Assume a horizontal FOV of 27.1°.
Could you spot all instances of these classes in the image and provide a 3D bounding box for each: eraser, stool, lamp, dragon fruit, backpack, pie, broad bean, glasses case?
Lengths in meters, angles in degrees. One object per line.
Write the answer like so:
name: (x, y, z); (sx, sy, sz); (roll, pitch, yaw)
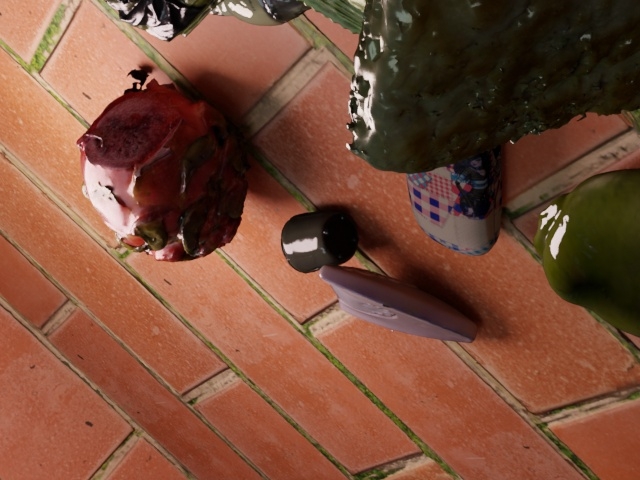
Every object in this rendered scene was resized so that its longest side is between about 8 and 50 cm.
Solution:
eraser: (0.128, 0.100, 2.052); (0.243, 0.059, 0.204); (16, 166, 14)
stool: (0.000, 0.000, 2.051); (0.110, 0.096, 0.096); (-10, 123, 48)
lamp: (-0.046, -0.322, 1.665); (0.250, 0.101, 0.101); (-6, 128, 35)
dragon fruit: (-0.241, -0.092, 2.065); (0.269, 0.250, 0.291); (27, 163, 32)
backpack: (-0.166, -0.377, 1.631); (0.140, 0.207, 0.253); (20, 148, -26)
pie: (0.203, -0.235, 1.182); (0.180, 0.418, 0.395); (54, 162, 38)
broad bean: (0.391, 0.019, 1.607); (0.291, 0.119, 0.238); (-5, 118, 48)
glasses case: (0.172, -0.102, 1.733); (0.125, 0.076, 0.327); (22, 145, 26)

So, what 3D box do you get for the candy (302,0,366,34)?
candy: (0.044, -0.362, 1.529); (0.149, 0.069, 0.246); (32, 124, 10)
